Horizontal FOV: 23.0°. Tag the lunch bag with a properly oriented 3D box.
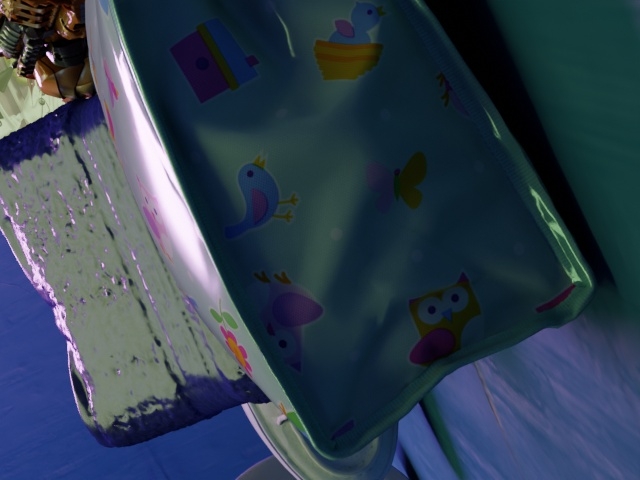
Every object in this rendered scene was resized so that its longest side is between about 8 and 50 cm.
[{"bbox_3d":[-0.017,-0.060,0.698,0.262,0.160,0.223,60,175,-3],"label":"lunch bag"}]

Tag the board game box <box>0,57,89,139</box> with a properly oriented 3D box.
[{"bbox_3d":[-0.213,-0.213,1.305,0.056,0.208,0.347,-44,-55,-62],"label":"board game box"}]

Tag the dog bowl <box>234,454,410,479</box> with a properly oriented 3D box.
[{"bbox_3d":[0.002,0.351,1.645,0.104,0.264,0.265,84,160,-67],"label":"dog bowl"}]

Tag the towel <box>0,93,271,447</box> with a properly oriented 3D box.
[{"bbox_3d":[-0.072,-0.004,0.994,0.308,0.076,0.228,-20,95,42],"label":"towel"}]

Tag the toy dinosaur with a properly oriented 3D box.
[{"bbox_3d":[-0.140,-0.165,1.024,0.164,0.218,0.322,65,174,-7],"label":"toy dinosaur"}]

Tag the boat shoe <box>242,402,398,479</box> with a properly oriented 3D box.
[{"bbox_3d":[-0.005,0.057,1.257,0.156,0.135,0.367,-143,38,-71],"label":"boat shoe"}]
